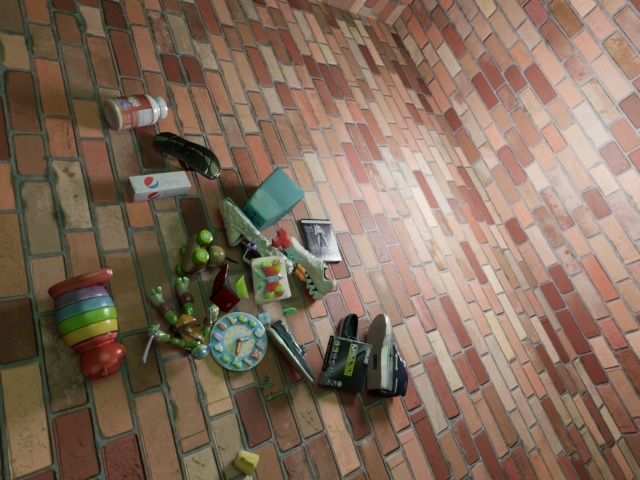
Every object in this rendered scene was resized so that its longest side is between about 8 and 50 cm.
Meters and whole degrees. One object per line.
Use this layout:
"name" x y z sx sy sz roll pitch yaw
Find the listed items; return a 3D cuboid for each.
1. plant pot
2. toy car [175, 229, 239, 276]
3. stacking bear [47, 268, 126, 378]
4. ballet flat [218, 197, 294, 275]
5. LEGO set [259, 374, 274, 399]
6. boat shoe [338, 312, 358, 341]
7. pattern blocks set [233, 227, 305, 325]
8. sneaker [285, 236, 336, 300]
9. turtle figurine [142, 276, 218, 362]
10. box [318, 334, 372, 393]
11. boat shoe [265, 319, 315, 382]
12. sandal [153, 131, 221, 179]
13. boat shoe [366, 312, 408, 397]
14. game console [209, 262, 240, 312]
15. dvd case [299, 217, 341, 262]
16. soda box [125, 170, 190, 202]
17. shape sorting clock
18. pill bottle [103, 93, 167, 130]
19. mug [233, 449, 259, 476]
"plant pot" -0.218 -0.155 1.728 0.165 0.165 0.234 44 50 -4
"toy car" -0.397 0.072 1.481 0.188 0.155 0.149 27 49 -34
"stacking bear" -0.657 0.254 1.180 0.164 0.175 0.289 -15 80 -42
"ballet flat" -0.278 0.009 1.611 0.409 0.147 0.147 45 47 -3
"LEGO set" -0.181 0.513 1.429 0.054 0.023 0.083 -17 73 -40
"boat shoe" 0.119 0.402 1.669 0.080 0.076 0.229 28 51 -17
"pattern blocks set" -0.187 0.144 1.543 0.285 0.026 0.325 -24 101 -26
"sneaker" -0.042 0.100 1.703 0.292 0.118 0.110 57 20 5
"turtle figurine" -0.437 0.233 1.286 0.266 0.197 0.275 52 3 27
"box" 0.099 0.480 1.582 0.184 0.045 0.191 19 79 -21
"boat shoe" -0.098 0.408 1.509 0.079 0.095 0.254 -36 77 -31
"sandal" -0.540 -0.344 1.680 0.302 0.086 0.120 31 54 4
"boat shoe" 0.285 0.489 1.714 0.158 0.127 0.341 26 59 -28
"game console" -0.333 0.171 1.454 0.124 0.144 0.085 43 48 -4
"dvd case" 0.000 0.000 1.877 0.164 0.018 0.222 0 64 -33
"soda box" -0.612 -0.206 1.548 0.216 0.069 0.074 -16 73 -39
"shape sorting clock" -0.285 0.352 1.436 0.206 0.040 0.207 13 61 -24
"pill bottle" -0.730 -0.515 1.623 0.216 0.121 0.121 -30 82 -43
"mug" -0.229 0.679 1.263 0.064 0.078 0.062 30 22 -5
